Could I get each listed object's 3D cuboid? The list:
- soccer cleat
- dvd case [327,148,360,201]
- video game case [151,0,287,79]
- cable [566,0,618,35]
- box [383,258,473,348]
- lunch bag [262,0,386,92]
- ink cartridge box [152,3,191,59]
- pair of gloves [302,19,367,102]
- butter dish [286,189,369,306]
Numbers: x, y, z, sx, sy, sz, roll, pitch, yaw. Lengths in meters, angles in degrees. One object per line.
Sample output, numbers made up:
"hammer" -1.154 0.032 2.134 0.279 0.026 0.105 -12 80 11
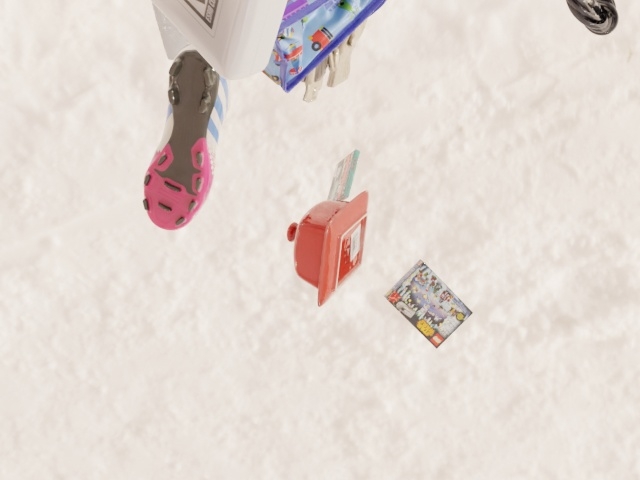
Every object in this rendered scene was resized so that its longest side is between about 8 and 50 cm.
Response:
"soccer cleat" -0.204 -0.172 1.470 0.116 0.143 0.331 22 119 8
"dvd case" 0.039 -0.108 1.583 0.013 0.087 0.119 18 167 -13
"video game case" -0.060 -0.208 0.318 0.206 0.026 0.227 48 140 22
"cable" 0.348 -0.354 1.172 0.047 0.184 0.150 -32 115 34
"box" 0.191 0.113 1.574 0.094 0.027 0.137 -45 105 2
"lunch bag" -0.020 -0.381 1.170 0.221 0.293 0.138 44 166 19
"ink cartridge box" -0.207 -0.430 1.629 0.128 0.176 0.127 7 140 16
"pair of gloves" 0.031 -0.345 1.502 0.042 0.240 0.204 22 115 15
"butter dish" 0.000 0.000 1.442 0.118 0.160 0.160 18 121 22
